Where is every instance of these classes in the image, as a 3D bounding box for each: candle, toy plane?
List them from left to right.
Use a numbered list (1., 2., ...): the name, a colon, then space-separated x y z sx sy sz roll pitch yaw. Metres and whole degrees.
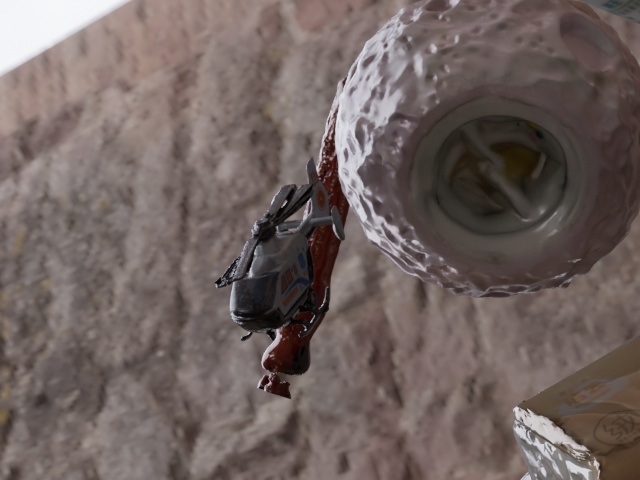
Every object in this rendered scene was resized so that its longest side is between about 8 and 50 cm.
1. toy plane: -0.024 0.012 1.186 0.197 0.053 0.078 -55 -47 -55
2. candle: 0.000 0.000 1.636 0.048 0.051 0.329 -23 -51 -81

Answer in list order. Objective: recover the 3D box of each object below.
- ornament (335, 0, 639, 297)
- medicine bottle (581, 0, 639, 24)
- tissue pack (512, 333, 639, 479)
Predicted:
1. ornament: 0.141 -0.083 1.311 0.259 0.259 0.225 56 -166 -16
2. medicine bottle: 0.183 -0.220 1.038 0.237 0.139 0.139 21 -131 -14
3. tissue pack: 0.280 0.128 1.072 0.305 0.238 0.238 -28 -84 -15
